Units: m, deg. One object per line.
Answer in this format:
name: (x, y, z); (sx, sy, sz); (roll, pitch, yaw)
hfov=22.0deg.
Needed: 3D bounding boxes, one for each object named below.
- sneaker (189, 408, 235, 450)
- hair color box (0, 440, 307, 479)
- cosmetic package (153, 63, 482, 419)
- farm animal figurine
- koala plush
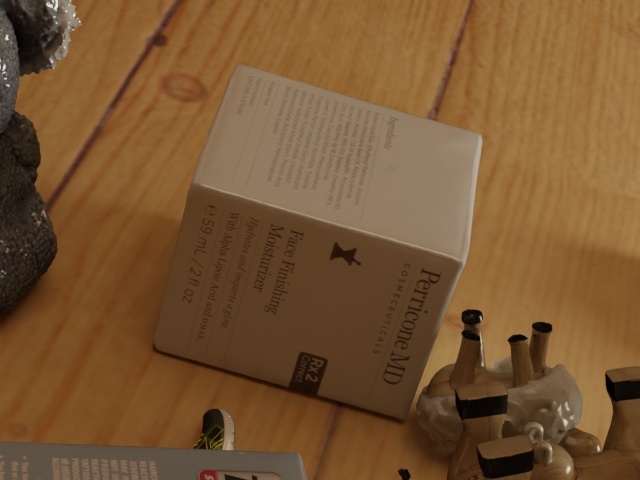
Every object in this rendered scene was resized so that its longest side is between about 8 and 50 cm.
sneaker: (-0.073, 0.136, 1.028); (0.035, 0.031, 0.083); (8, 39, -11)
hair color box: (-0.199, 0.195, 0.783); (0.375, 0.185, 0.113); (5, 39, -16)
cosmetic package: (0.000, 0.000, 1.125); (0.184, 0.151, 0.151); (16, 38, -1)
farm animal figurine: (0.209, 0.181, 0.977); (0.327, 0.172, 0.330); (1, 23, 9)
koala plush: (-0.249, -0.080, 1.068); (0.196, 0.221, 0.203); (-14, 49, -35)
